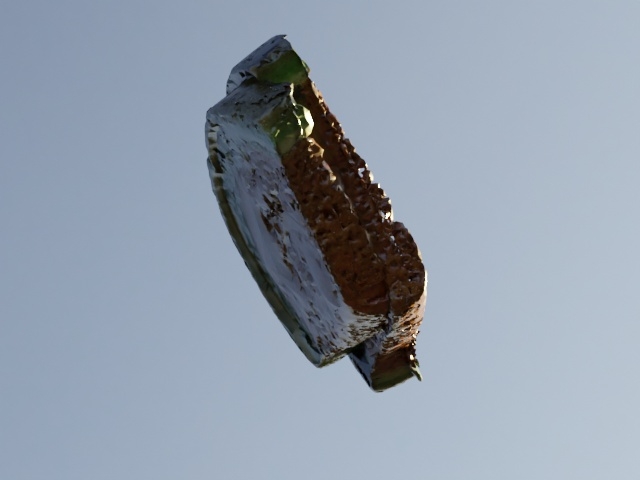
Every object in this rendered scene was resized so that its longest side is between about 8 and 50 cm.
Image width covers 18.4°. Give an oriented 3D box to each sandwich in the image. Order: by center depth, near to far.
[{"bbox_3d":[-0.002,-0.004,0.456,0.026,0.069,0.101,-31,-19,-10],"label":"sandwich"}]
